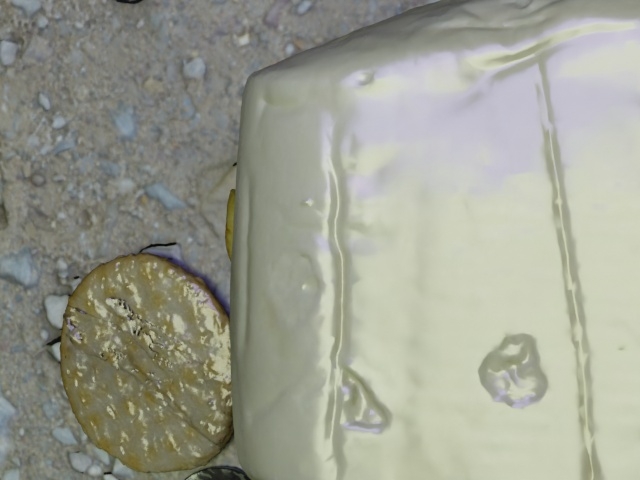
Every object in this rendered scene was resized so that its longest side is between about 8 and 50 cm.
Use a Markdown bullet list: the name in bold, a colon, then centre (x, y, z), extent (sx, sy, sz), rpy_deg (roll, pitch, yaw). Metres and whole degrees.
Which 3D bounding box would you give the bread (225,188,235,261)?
- **bread**: centre (0.000, 0.000, 1.053), extent (0.187, 0.065, 0.149), rpy_deg (36, 122, 15)

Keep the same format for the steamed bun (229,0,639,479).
- **steamed bun**: centre (0.171, 0.010, 0.841), extent (0.456, 0.290, 0.371), rpy_deg (3, 94, 21)

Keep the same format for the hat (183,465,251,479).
- **hat**: centre (-0.095, 0.272, 1.141), extent (0.121, 0.050, 0.121), rpy_deg (3, 98, 24)

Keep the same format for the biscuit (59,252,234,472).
- **biscuit**: centre (-0.166, 0.120, 1.166), extent (0.220, 0.033, 0.220), rpy_deg (4, 100, 26)
